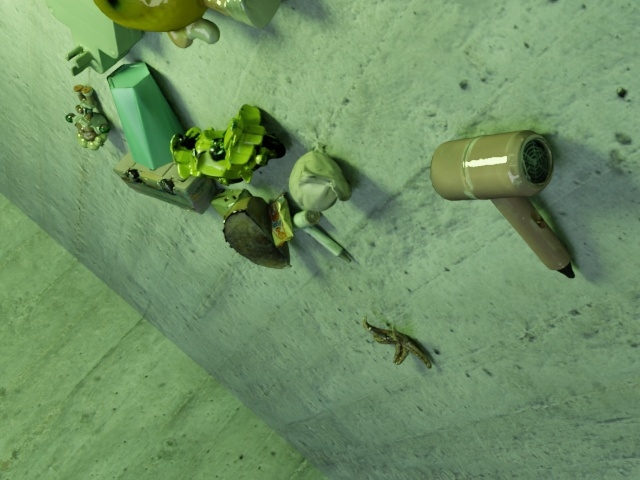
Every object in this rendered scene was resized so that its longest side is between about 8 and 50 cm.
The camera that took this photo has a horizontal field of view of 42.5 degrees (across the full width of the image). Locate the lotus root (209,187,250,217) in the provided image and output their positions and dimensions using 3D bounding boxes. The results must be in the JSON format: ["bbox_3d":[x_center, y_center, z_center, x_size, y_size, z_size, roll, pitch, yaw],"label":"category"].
[{"bbox_3d":[-0.213,-0.066,2.142,0.144,0.070,0.143,50,154,-20],"label":"lotus root"}]

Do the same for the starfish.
[{"bbox_3d":[0.200,0.259,2.114,0.213,0.057,0.238,28,157,9],"label":"starfish"}]

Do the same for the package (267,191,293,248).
[{"bbox_3d":[-0.097,-0.047,1.988,0.108,0.031,0.120,151,112,-64],"label":"package"}]

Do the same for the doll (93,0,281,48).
[{"bbox_3d":[-0.264,-0.488,1.443,0.423,0.161,0.348,33,141,14],"label":"doll"}]

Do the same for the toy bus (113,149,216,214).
[{"bbox_3d":[-0.417,-0.162,2.236,0.317,0.112,0.138,21,153,39],"label":"toy bus"}]

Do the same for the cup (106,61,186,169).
[{"bbox_3d":[-0.424,-0.308,1.989,0.148,0.134,0.235,19,144,33],"label":"cup"}]

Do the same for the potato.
[{"bbox_3d":[-0.170,-0.033,2.071,0.120,0.100,0.261,-8,143,23],"label":"potato"}]

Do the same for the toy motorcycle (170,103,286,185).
[{"bbox_3d":[-0.220,-0.202,1.856,0.206,0.142,0.342,9,167,-26],"label":"toy motorcycle"}]

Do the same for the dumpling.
[{"bbox_3d":[0.001,-0.117,1.719,0.136,0.118,0.199,26,-177,-1],"label":"dumpling"}]

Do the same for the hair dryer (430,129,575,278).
[{"bbox_3d":[0.353,-0.045,1.380,0.344,0.106,0.189,44,155,-28],"label":"hair dryer"}]

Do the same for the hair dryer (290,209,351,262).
[{"bbox_3d":[-0.002,0.002,1.997,0.183,0.044,0.155,44,157,-14],"label":"hair dryer"}]

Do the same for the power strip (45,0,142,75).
[{"bbox_3d":[-0.518,-0.482,1.822,0.229,0.141,0.261,35,152,15],"label":"power strip"}]

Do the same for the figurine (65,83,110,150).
[{"bbox_3d":[-0.646,-0.336,2.285,0.147,0.093,0.197,19,148,19],"label":"figurine"}]
